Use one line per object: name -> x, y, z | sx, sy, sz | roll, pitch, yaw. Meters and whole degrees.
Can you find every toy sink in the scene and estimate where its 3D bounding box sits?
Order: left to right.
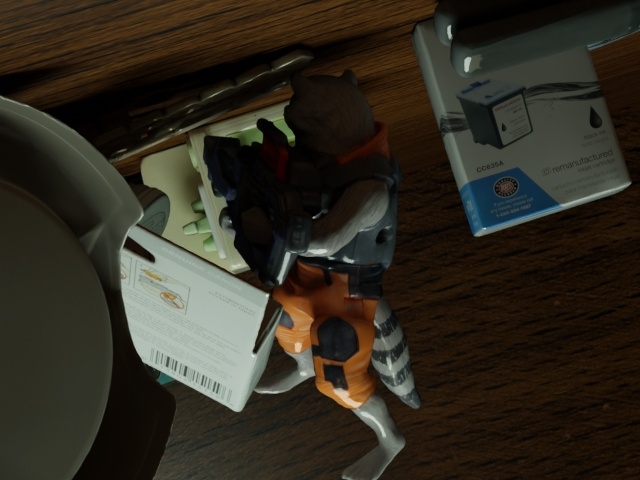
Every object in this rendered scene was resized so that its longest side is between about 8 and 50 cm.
toy sink -> -0.064, -0.053, 1.814 | 0.234, 0.153, 0.131 | -16, 178, -1

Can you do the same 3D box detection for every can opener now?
can opener -> 0.228, -0.209, 1.411 | 0.280, 0.074, 0.093 | -19, 144, -6

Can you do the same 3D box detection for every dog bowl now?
dog bowl -> -0.259, 0.078, 1.151 | 0.348, 0.349, 0.102 | -16, -170, -39

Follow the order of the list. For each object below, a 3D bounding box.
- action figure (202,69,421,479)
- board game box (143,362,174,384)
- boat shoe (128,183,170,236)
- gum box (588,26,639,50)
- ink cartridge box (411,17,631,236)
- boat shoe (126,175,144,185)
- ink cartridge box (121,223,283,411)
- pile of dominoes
action figure -> 0.000, 0.000, 1.562 | 0.178, 0.330, 0.341 | -6, -156, -13
board game box -> -0.338, 0.103, 2.330 | 0.079, 0.254, 0.336 | -19, 178, 24
boat shoe -> -0.276, 0.041, 1.606 | 0.320, 0.103, 0.118 | -40, 163, -16
gum box -> 0.256, -0.212, 1.724 | 0.157, 0.041, 0.184 | -16, 177, -40
ink cartridge box -> 0.174, -0.115, 1.528 | 0.139, 0.191, 0.082 | -18, 177, 0
boat shoe -> -0.178, -0.020, 2.031 | 0.158, 0.127, 0.340 | -26, -175, -40
ink cartridge box -> -0.161, 0.012, 1.403 | 0.060, 0.275, 0.239 | -60, 174, -29
pile of dominoes -> -0.127, -0.116, 1.470 | 0.251, 0.040, 0.196 | -25, 180, -15
